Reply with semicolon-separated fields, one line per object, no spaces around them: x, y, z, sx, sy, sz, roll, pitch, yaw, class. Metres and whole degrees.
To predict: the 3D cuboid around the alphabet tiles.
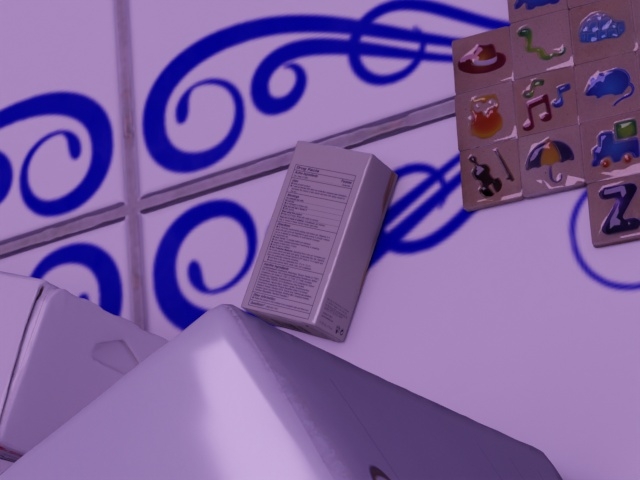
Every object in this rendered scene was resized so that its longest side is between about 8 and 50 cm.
0.192;-0.095;1.001;0.237;0.009;0.198;-12;66;24;alphabet tiles

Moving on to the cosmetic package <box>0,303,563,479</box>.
-0.001;0.284;0.718;0.327;0.393;0.329;-38;63;11;cosmetic package

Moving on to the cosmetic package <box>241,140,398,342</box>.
0.000;0.000;1.048;0.060;0.041;0.115;14;78;32;cosmetic package

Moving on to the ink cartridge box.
-0.228;0.078;1.063;0.237;0.172;0.100;8;76;30;ink cartridge box
